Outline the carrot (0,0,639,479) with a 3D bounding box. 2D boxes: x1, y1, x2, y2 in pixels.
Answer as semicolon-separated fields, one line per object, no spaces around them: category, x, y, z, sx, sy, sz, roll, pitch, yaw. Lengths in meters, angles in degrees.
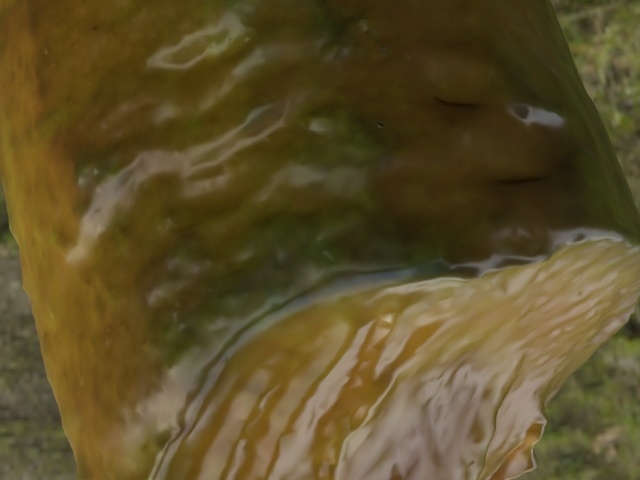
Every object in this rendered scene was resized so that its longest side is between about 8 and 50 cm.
carrot;0.000;0.000;0.676;0.241;0.340;0.241;-15;160;-5
